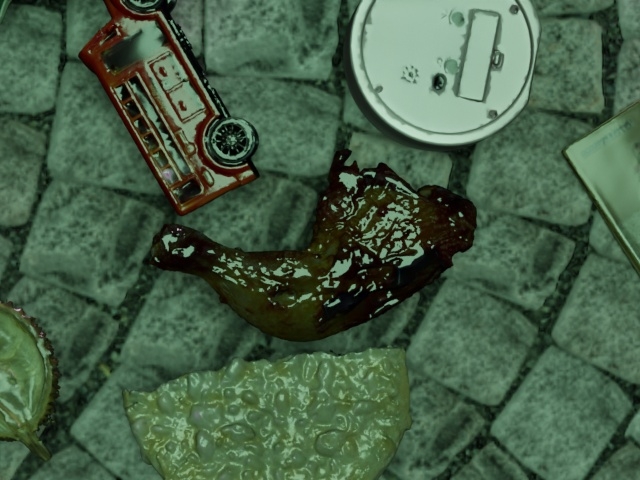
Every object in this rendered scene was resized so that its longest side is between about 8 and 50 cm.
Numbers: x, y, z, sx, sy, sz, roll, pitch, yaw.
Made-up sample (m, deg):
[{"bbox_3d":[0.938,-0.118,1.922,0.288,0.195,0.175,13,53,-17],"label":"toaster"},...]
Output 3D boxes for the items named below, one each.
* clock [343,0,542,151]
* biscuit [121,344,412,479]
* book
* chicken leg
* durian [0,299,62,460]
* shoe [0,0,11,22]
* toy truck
[{"bbox_3d":[0.123,-0.190,1.746,0.197,0.068,0.197,0,87,-6],"label":"clock"},{"bbox_3d":[-0.048,0.197,1.699,0.281,0.084,0.179,-6,92,-4],"label":"biscuit"},{"bbox_3d":[0.358,-0.046,1.788,0.138,0.016,0.199,-33,90,-7],"label":"book"},{"bbox_3d":[0.001,0.012,1.692,0.322,0.083,0.177,-23,108,-5],"label":"chicken leg"},{"bbox_3d":[-0.311,0.134,1.667,0.148,0.091,0.188,-39,79,4],"label":"durian"},{"bbox_3d":[-0.236,-0.297,1.707,0.265,0.095,0.110,-20,94,-2],"label":"shoe"},{"bbox_3d":[-0.154,-0.153,1.694,0.114,0.107,0.253,-31,92,3],"label":"toy truck"}]
